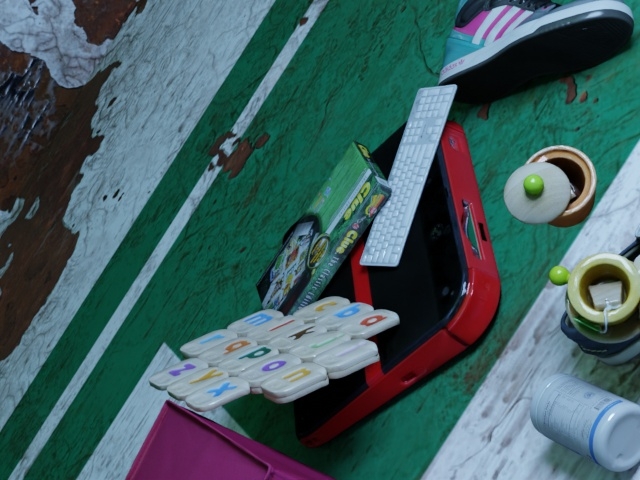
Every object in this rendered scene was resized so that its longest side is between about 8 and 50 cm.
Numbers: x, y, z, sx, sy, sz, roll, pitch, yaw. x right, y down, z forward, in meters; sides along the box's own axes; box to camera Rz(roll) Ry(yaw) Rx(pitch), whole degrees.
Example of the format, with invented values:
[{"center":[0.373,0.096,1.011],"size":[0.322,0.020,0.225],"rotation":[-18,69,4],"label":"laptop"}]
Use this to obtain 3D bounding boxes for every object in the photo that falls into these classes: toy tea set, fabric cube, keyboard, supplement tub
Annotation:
[{"center":[0.323,0.005,1.112],"size":[0.336,0.124,0.200],"rotation":[11,75,23],"label":"toy tea set"},{"center":[-0.078,0.365,1.337],"size":[0.254,0.258,0.259],"rotation":[19,80,56],"label":"fabric cube"},{"center":[0.114,-0.085,1.571],"size":[0.072,0.014,0.256],"rotation":[-3,64,57],"label":"keyboard"},{"center":[0.267,0.179,1.205],"size":[0.071,0.071,0.107],"rotation":[-61,32,-4],"label":"supplement tub"}]

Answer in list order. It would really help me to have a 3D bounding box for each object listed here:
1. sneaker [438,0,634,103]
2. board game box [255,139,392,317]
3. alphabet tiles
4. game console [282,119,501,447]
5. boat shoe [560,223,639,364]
[{"center":[0.274,-0.297,1.555],"size":[0.295,0.124,0.178],"rotation":[-16,61,48],"label":"sneaker"},{"center":[0.000,0.000,1.655],"size":[0.260,0.030,0.136],"rotation":[-55,25,19],"label":"board game box"},{"center":[-0.056,0.136,1.471],"size":[0.278,0.021,0.284],"rotation":[-23,16,-26],"label":"alphabet tiles"},{"center":[0.078,0.041,1.599],"size":[0.342,0.060,0.386],"rotation":[-43,35,32],"label":"game console"},{"center":[0.347,0.017,1.225],"size":[0.254,0.079,0.095],"rotation":[-45,35,20],"label":"boat shoe"}]
